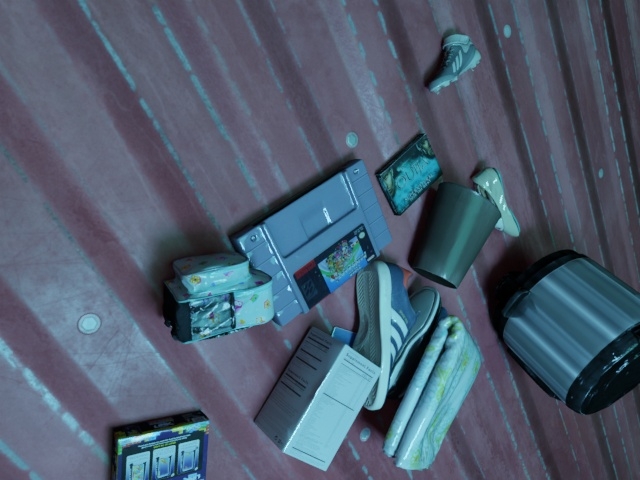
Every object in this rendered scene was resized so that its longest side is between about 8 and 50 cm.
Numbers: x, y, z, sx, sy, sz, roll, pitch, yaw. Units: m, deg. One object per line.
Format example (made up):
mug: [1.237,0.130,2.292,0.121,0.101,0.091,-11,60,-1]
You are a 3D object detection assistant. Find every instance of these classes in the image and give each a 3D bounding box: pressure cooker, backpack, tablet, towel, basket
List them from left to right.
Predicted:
backpack: [-0.178,0.096,0.859,0.188,0.166,0.144,0,97,-28]
tablet: [0.055,0.242,1.143,0.083,0.006,0.054,24,82,-36]
towel: [0.304,0.235,1.302,0.119,0.029,0.067,-28,111,-29]
towel: [0.300,0.405,1.214,0.374,0.090,0.320,-62,149,-13]
basket: [0.340,-0.004,1.228,0.204,0.154,0.227,32,81,-33]
pressure cooker: [0.728,0.233,1.383,0.375,0.420,0.370,-32,136,-6]

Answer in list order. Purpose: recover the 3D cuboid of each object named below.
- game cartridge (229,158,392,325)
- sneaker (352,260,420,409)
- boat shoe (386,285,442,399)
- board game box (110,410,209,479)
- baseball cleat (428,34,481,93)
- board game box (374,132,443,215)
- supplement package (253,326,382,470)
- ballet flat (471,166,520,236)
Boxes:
game cartridge: [0.000,0.000,1.043,0.355,0.068,0.230,-36,111,-26]
sneaker: [0.166,0.226,1.136,0.148,0.131,0.350,5,90,-33]
boat shoe: [0.227,0.262,1.208,0.091,0.114,0.302,34,88,-32]
board game box: [-0.300,0.411,0.890,0.170,0.048,0.141,2,97,-36]
baseball cleat: [0.328,-0.458,1.217,0.206,0.072,0.109,-39,103,-30]
board game box: [0.227,-0.168,1.198,0.186,0.026,0.126,-43,118,-23]
supplement package: [-0.004,0.337,1.031,0.139,0.134,0.244,41,75,-32]
ballet flat: [0.504,-0.097,1.380,0.086,0.086,0.248,-42,116,-24]
